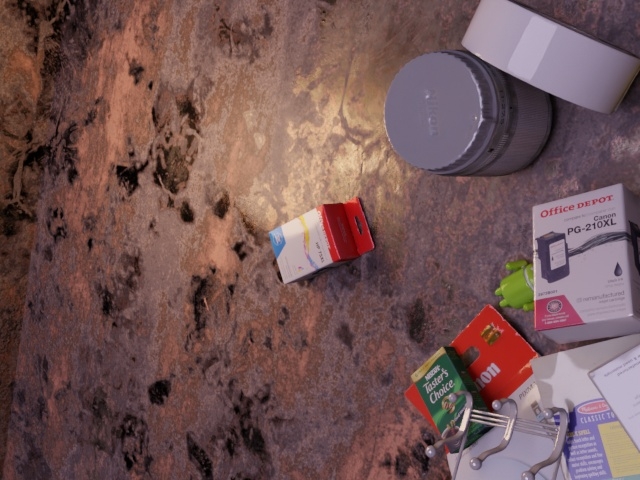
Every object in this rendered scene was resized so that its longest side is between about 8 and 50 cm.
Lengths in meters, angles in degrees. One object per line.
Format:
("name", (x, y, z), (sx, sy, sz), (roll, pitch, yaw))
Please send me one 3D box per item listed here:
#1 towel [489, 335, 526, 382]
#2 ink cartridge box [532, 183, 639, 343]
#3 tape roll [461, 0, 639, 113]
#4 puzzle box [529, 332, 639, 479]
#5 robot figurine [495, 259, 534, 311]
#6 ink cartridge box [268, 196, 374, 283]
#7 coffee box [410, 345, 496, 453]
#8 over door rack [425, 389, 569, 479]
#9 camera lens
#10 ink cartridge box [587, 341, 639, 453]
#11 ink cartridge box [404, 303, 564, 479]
("towel", (0.369, 0.235, 1.542), (0.060, 0.009, 0.083), (-35, 71, 37))
("ink cartridge box", (0.460, 0.042, 1.333), (0.172, 0.100, 0.237), (-16, 59, 40))
("tape roll", (0.385, -0.317, 1.305), (0.286, 0.286, 0.100), (38, 116, 31))
("puzzle box", (0.577, 0.276, 1.277), (0.408, 0.052, 0.272), (-19, 78, 27))
("robot figurine", (0.388, 0.086, 1.475), (0.115, 0.067, 0.101), (-36, 59, 36))
("ink cartridge box", (0.000, 0.000, 1.788), (0.231, 0.078, 0.134), (-26, 77, 38))
("coffee box", (0.260, 0.315, 1.552), (0.113, 0.040, 0.184), (-49, 50, 34))
("over door rack", (0.291, 0.433, 1.349), (0.239, 0.108, 0.324), (-2, 75, 54))
("camera lens", (0.272, -0.225, 1.411), (0.219, 0.274, 0.220), (4, 97, 40))
("ink cartridge box", (0.547, 0.288, 1.135), (0.129, 0.223, 0.308), (-37, 70, 21))
("ink cartridge box", (0.349, 0.366, 1.509), (0.385, 0.091, 0.308), (49, 123, 21))
